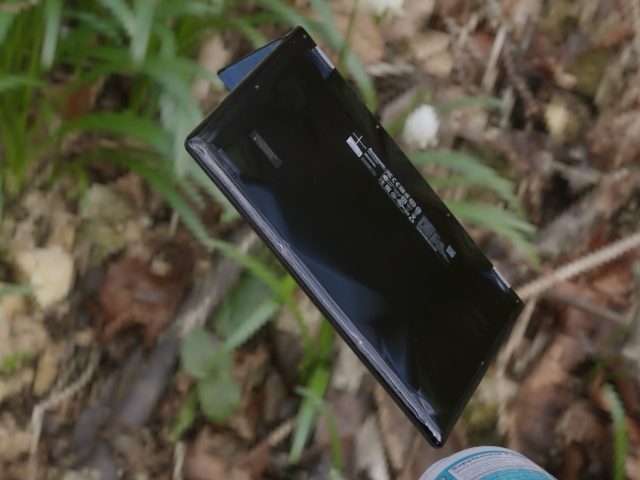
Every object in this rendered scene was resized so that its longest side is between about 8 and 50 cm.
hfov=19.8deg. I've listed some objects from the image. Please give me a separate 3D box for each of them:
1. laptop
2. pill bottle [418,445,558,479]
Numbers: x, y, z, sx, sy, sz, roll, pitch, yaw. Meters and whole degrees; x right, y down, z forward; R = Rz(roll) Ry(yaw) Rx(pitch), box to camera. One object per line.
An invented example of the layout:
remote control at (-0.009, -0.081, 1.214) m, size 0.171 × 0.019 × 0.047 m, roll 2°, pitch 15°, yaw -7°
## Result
laptop at (0.000, 0.000, 1.922) m, size 0.382 × 0.236 × 0.408 m, roll 50°, pitch 38°, yaw -10°
pill bottle at (0.164, 0.267, 1.600) m, size 0.146 × 0.146 × 0.264 m, roll 5°, pitch 8°, yaw -17°
